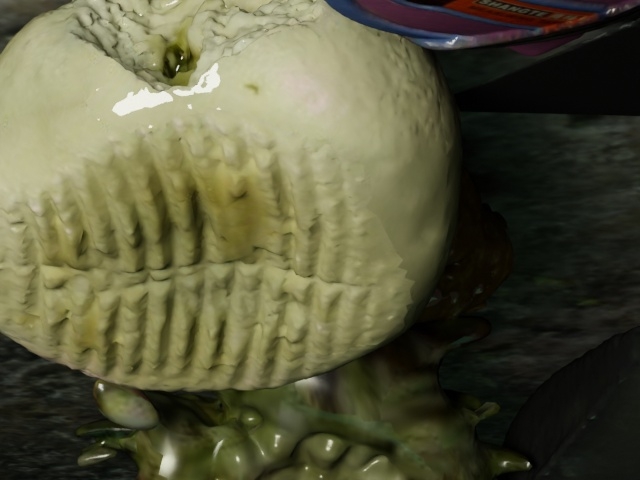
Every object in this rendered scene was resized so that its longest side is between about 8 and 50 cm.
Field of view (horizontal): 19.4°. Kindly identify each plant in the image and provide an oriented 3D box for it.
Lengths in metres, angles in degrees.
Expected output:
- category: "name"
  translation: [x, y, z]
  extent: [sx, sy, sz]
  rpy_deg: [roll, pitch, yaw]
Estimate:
- category: "plant"
  translation: [-0.025, 0.093, 1.090]
  extent: [0.251, 0.180, 0.333]
  rpy_deg: [-1, -168, -9]

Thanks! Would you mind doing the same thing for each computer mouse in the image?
- category: "computer mouse"
  translation: [0.198, 0.095, 1.033]
  extent: [0.168, 0.087, 0.295]
  rpy_deg: [5, 147, -13]

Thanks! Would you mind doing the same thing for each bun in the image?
- category: "bun"
  translation: [-0.040, -0.036, 0.668]
  extent: [0.178, 0.128, 0.193]
  rpy_deg: [3, 148, -2]

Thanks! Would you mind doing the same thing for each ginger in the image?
- category: "ginger"
  translation: [0.000, 0.000, 0.817]
  extent: [0.162, 0.073, 0.103]
  rpy_deg: [-1, 158, 12]

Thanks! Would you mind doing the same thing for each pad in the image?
- category: "pad"
  translation: [0.147, -0.056, 0.612]
  extent: [0.163, 0.004, 0.243]
  rpy_deg: [0, 177, -16]

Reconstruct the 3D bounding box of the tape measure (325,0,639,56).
- category: "tape measure"
  translation: [0.047, -0.101, 0.554]
  extent: [0.118, 0.074, 0.125]
  rpy_deg: [9, 164, -31]
